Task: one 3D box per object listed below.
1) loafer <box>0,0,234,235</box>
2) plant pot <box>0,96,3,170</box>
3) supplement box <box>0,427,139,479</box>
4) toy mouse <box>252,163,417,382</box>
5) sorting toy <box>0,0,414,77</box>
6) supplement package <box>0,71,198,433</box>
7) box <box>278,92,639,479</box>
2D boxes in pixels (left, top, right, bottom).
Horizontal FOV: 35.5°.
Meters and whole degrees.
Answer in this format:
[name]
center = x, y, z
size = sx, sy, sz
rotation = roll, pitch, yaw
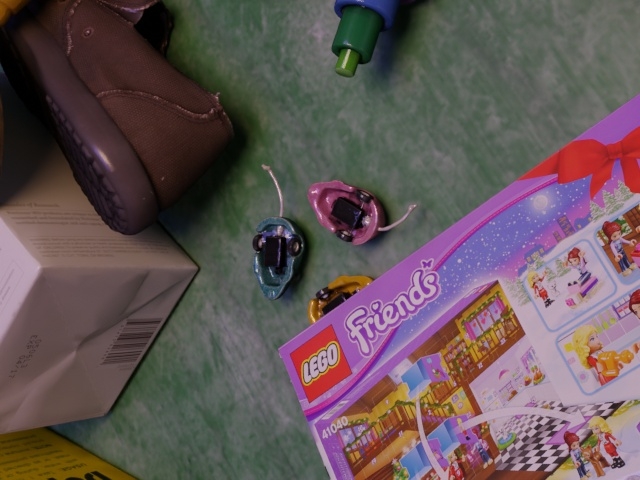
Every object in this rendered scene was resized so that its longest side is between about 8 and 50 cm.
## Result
[loafer]
center = -0.186, -0.155, 0.830
size = 0.366, 0.130, 0.134
rotation = 54, 159, 29
[plant pot]
center = -0.349, -0.072, 0.720
size = 0.237, 0.110, 0.237
rotation = -3, 85, 31
[supplement box]
center = -0.264, 0.285, 0.823
size = 0.356, 0.195, 0.194
rotation = 18, 100, 32
[toy mouse]
center = 0.000, 0.000, 0.741
size = 0.161, 0.031, 0.143
rotation = -45, 68, 26
[sorting toy]
center = -0.112, -0.187, 0.716
size = 0.365, 0.127, 0.126
rotation = 15, 77, 15
[supplement package]
center = -0.282, -0.004, 0.843
size = 0.293, 0.175, 0.177
rotation = 44, 112, 26
[box]
center = 0.128, 0.077, 0.597
size = 0.293, 0.057, 0.201
rotation = -36, 59, 21
